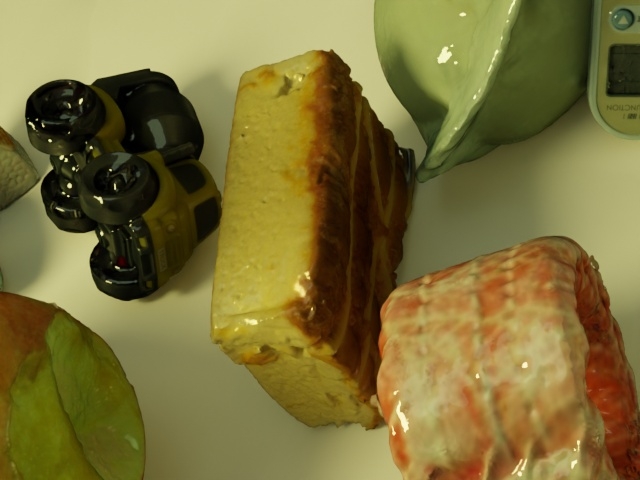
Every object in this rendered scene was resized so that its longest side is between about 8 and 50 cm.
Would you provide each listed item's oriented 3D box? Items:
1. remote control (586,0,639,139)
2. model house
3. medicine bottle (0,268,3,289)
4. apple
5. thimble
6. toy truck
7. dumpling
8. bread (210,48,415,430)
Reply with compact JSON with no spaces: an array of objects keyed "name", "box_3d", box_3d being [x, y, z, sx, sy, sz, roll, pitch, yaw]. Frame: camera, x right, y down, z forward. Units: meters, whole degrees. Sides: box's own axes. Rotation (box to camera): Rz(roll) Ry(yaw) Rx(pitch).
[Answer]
[{"name":"remote control","box_3d":[0.268,-0.201,1.516,0.087,0.244,0.047,-1,26,-2]},{"name":"model house","box_3d":[-0.357,-0.081,1.829,0.100,0.100,0.088,-39,49,-2]},{"name":"medicine bottle","box_3d":[-0.406,0.039,1.748,0.168,0.135,0.135,-31,49,6]},{"name":"apple","box_3d":[-0.314,0.191,1.473,0.339,0.339,0.340,-14,53,19]},{"name":"thimble","box_3d":[0.142,0.125,1.346,0.162,0.239,0.239,-15,52,17]},{"name":"toy truck","box_3d":[-0.169,-0.064,1.706,0.165,0.147,0.224,-24,49,-19]},{"name":"dumpling","box_3d":[0.172,-0.230,1.606,0.270,0.211,0.321,-43,53,45]},{"name":"bread","box_3d":[0.000,0.000,1.534,0.114,0.185,0.275,-11,52,25]}]
